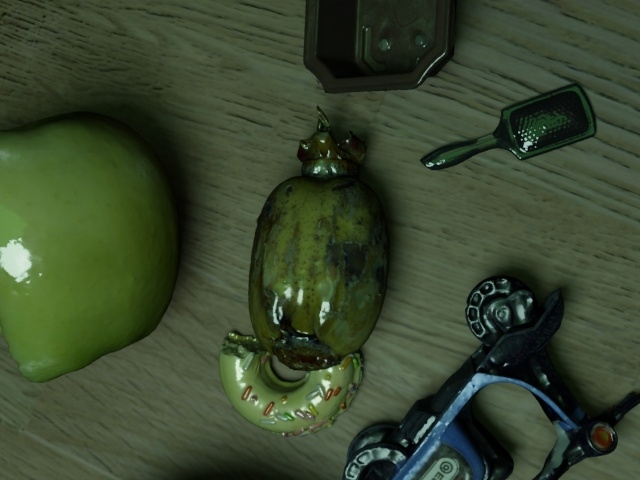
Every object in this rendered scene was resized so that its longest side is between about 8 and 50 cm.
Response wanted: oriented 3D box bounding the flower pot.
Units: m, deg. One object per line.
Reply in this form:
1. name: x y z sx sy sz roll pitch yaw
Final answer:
1. flower pot: 0.080 -0.279 0.997 0.178 0.084 0.251 2 89 33

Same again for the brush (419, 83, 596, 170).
1. brush: 0.203 -0.113 1.011 0.193 0.016 0.063 -19 83 10

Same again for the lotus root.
1. lotus root: 0.001 0.001 0.985 0.154 0.154 0.278 0 71 12

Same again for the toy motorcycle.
1. toy motorcycle: 0.168 0.214 0.956 0.212 0.125 0.359 37 97 3

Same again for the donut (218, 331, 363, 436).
1. donut: -0.041 0.166 1.024 0.165 0.065 0.108 7 89 12

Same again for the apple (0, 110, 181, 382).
1. apple: -0.266 -0.004 0.987 0.233 0.295 0.258 -23 103 -27
